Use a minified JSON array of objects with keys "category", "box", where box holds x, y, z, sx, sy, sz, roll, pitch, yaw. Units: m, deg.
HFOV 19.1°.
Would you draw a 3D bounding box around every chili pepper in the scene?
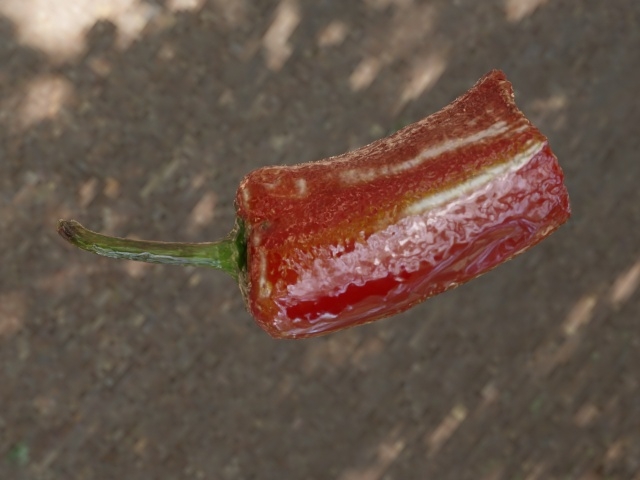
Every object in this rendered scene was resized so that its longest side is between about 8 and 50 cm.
[{"category":"chili pepper","box":[0.002,0.005,1.334,0.338,0.134,0.131,-22,131,-3]}]
